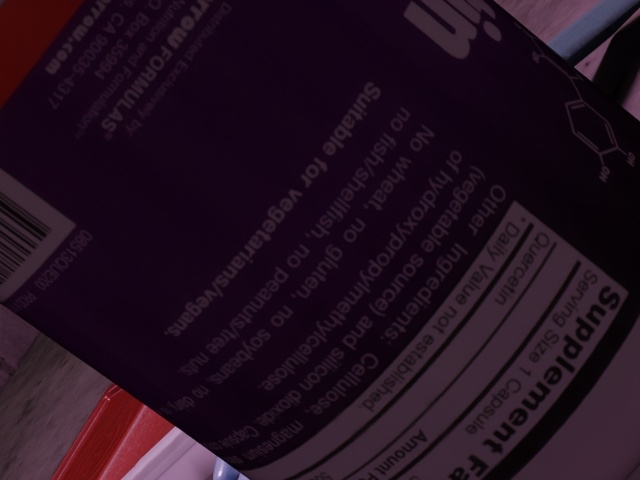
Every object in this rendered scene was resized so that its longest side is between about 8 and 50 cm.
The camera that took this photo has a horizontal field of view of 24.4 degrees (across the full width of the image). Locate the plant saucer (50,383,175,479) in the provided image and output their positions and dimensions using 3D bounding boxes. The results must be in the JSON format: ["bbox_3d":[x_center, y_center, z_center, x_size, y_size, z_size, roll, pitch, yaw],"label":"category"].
[{"bbox_3d":[-0.188,0.199,1.326,0.259,0.047,0.258,-36,20,56],"label":"plant saucer"}]

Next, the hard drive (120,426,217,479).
[{"bbox_3d":[0.022,0.037,0.834,0.307,0.040,0.203,-44,-3,22],"label":"hard drive"}]

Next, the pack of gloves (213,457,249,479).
[{"bbox_3d":[0.022,0.028,0.675,0.195,0.046,0.232,-5,68,46],"label":"pack of gloves"}]

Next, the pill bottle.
[{"bbox_3d":[0.007,-0.007,0.506,0.181,0.323,0.181,-49,13,16],"label":"pill bottle"}]

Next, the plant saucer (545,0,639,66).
[{"bbox_3d":[0.135,-0.104,0.873,0.192,0.018,0.067,-37,-6,-35],"label":"plant saucer"}]
